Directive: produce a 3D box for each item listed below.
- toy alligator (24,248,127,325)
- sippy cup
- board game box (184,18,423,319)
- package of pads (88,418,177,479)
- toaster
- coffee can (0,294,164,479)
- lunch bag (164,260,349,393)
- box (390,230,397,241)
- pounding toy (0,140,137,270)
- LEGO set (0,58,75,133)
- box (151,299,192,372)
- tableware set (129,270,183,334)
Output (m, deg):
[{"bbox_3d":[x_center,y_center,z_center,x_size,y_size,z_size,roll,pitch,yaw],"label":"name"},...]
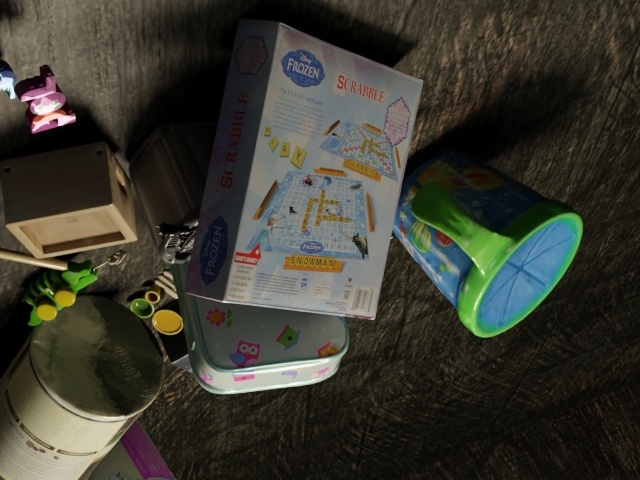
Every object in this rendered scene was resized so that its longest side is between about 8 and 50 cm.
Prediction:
[{"bbox_3d":[-0.345,0.052,1.896,0.189,0.056,0.051,-36,115,24],"label":"toy alligator"},{"bbox_3d":[0.231,-0.013,2.084,0.240,0.224,0.305,-35,150,-24],"label":"sippy cup"},{"bbox_3d":[-0.011,-0.074,1.675,0.066,0.318,0.318,12,180,35],"label":"board game box"},{"bbox_3d":[-0.379,0.374,2.247,0.229,0.296,0.101,-12,129,-30],"label":"package of pads"},{"bbox_3d":[-0.140,-0.061,1.732,0.227,0.146,0.129,-4,149,-43],"label":"toaster"},{"bbox_3d":[-0.376,0.236,2.063,0.201,0.202,0.275,-7,151,-38],"label":"coffee can"},{"bbox_3d":[-0.092,0.063,1.892,0.224,0.279,0.108,-8,154,-12],"label":"lunch bag"},{"bbox_3d":[0.000,0.000,2.135,0.220,0.051,0.175,-28,157,7],"label":"box"},{"bbox_3d":[-0.331,-0.035,1.675,0.206,0.094,0.181,-10,160,3],"label":"pounding toy"},{"bbox_3d":[-0.367,-0.149,1.381,0.227,0.087,0.093,-19,141,-23],"label":"LEGO set"},{"bbox_3d":[-0.158,0.136,2.217,0.156,0.093,0.158,-29,158,10],"label":"box"},{"bbox_3d":[-0.205,0.118,2.095,0.154,0.024,0.104,37,123,-17],"label":"tableware set"}]
